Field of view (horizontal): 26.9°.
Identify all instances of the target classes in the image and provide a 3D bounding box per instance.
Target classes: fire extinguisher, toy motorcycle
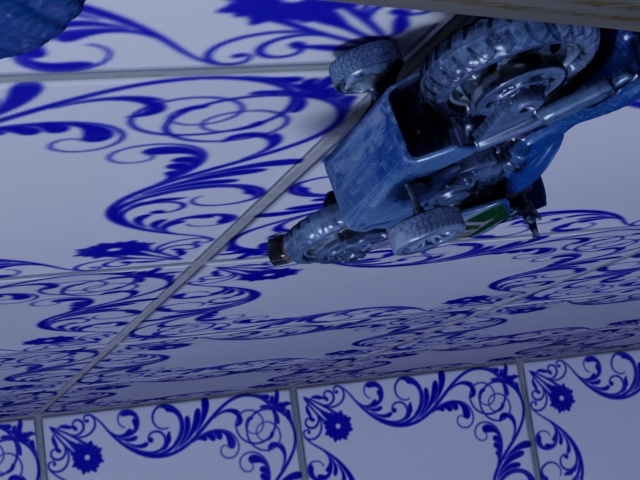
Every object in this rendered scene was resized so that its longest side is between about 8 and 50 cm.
[{"bbox_3d":[0.000,0.000,1.015,0.083,0.022,0.028,-12,139,20],"label":"fire extinguisher"},{"bbox_3d":[0.074,-0.047,0.623,0.135,0.092,0.254,-13,164,-25],"label":"toy motorcycle"}]

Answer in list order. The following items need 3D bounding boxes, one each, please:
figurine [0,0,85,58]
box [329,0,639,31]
[{"bbox_3d":[-0.117,-0.080,0.325,0.136,0.079,0.077,-8,-148,-27],"label":"figurine"},{"bbox_3d":[0.152,-0.080,0.295,0.205,0.051,0.365,-1,-174,-32],"label":"box"}]
